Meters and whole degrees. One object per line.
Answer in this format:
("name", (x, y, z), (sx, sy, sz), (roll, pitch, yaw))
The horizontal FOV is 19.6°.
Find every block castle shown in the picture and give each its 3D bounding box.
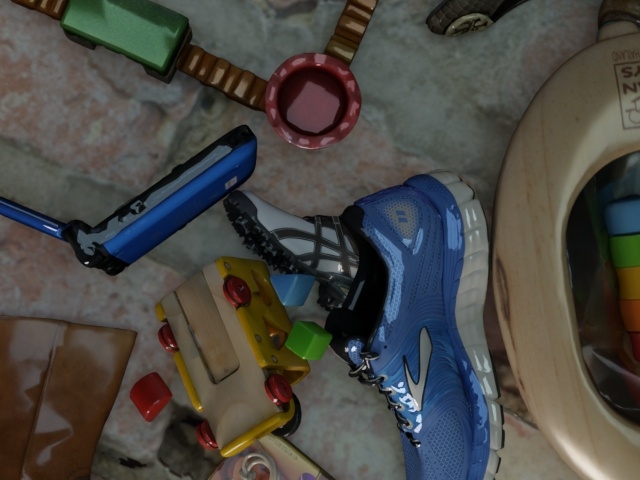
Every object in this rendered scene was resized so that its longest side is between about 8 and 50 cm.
("block castle", (-0.130, -0.296, 1.660), (0.453, 0.213, 0.303), (25, 87, -1))

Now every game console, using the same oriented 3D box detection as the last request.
("game console", (-0.201, -0.066, 1.609), (0.250, 0.293, 0.173), (-36, 90, -3))

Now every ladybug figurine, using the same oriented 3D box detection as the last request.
("ladybug figurine", (0.304, 0.025, 1.679), (0.305, 0.162, 0.449), (-7, 94, -1))

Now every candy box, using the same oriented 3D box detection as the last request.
("candy box", (-0.021, 0.264, 1.725), (0.186, 0.053, 0.109), (40, 87, 1))

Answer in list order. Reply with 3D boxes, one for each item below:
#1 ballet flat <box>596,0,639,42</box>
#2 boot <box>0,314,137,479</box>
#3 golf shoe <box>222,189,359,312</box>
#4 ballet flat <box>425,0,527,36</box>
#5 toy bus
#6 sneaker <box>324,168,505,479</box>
("ballet flat", (0.421, -0.151, 1.741), (0.342, 0.116, 0.124), (33, 69, 3))
("boot", (-0.213, 0.220, 1.721), (0.264, 0.096, 0.280), (12, 77, 1))
("golf shoe", (0.000, 0.000, 1.721), (0.198, 0.077, 0.094), (38, 80, -19))
("ballet flat", (0.216, -0.247, 1.741), (0.250, 0.084, 0.058), (-26, 86, -9))
("toy bus", (-0.062, 0.115, 1.678), (0.191, 0.104, 0.202), (18, 96, 35))
("sneaker", (0.072, 0.107, 1.667), (0.147, 0.130, 0.330), (-10, 101, -19))
